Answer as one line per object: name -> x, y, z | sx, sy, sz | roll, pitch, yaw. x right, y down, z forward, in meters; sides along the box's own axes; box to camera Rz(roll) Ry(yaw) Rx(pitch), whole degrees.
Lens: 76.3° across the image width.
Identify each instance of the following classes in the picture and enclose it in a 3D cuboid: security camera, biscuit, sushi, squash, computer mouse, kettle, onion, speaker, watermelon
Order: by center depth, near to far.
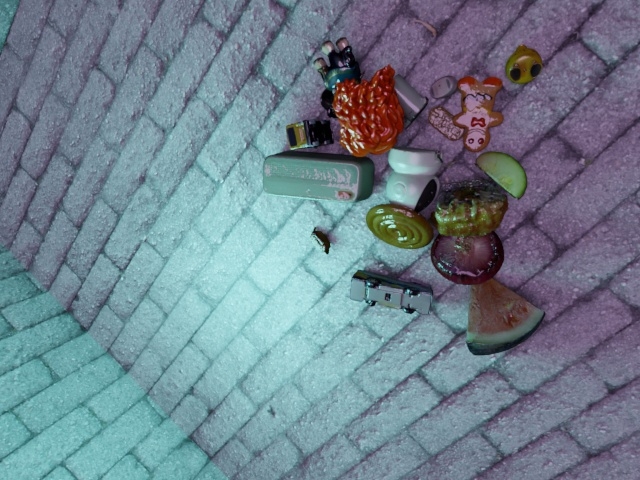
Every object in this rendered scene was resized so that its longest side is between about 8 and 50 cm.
squash -> 0.591, -0.226, 1.311 | 0.169, 0.252, 0.093 | 43, 111, 5
biscuit -> 0.537, -0.428, 1.387 | 0.165, 0.036, 0.250 | 5, 101, 15
sushi -> 0.492, -0.109, 1.392 | 0.274, 0.184, 0.139 | -5, 131, 24
computer mouse -> 0.427, -0.528, 1.407 | 0.096, 0.039, 0.066 | -16, 89, 49
watermelon -> 0.620, 0.268, 1.430 | 0.283, 0.250, 0.293 | -34, 93, 18
kettle -> 0.289, -0.489, 1.439 | 0.148, 0.098, 0.127 | 43, 107, 2
onion -> 0.518, 0.051, 1.443 | 0.248, 0.248, 0.161 | -5, 135, 20
biscuit -> 0.445, -0.413, 1.443 | 0.147, 0.018, 0.071 | 42, 113, 6
security camera -> 0.324, -0.207, 1.447 | 0.194, 0.194, 0.236 | 11, 107, 17
biscuit -> 0.285, -0.043, 1.492 | 0.262, 0.037, 0.262 | 22, 154, 11
speaker -> -0.013, -0.240, 1.557 | 0.406, 0.184, 0.183 | 8, 105, 18
sushi -> 0.000, 0.000, 1.684 | 0.120, 0.055, 0.052 | 45, 124, 16

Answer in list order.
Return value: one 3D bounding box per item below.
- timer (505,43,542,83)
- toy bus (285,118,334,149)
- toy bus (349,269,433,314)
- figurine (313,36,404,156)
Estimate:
timer -> 0.650, -0.564, 1.308 | 0.107, 0.109, 0.107 | 8, 135, 9
toy bus -> -0.036, -0.394, 1.524 | 0.114, 0.201, 0.098 | -5, 102, 28
toy bus -> 0.279, 0.198, 1.593 | 0.317, 0.138, 0.112 | 12, 112, 15
figurine -> 0.111, -0.485, 1.393 | 0.412, 0.241, 0.306 | 51, 141, 28
